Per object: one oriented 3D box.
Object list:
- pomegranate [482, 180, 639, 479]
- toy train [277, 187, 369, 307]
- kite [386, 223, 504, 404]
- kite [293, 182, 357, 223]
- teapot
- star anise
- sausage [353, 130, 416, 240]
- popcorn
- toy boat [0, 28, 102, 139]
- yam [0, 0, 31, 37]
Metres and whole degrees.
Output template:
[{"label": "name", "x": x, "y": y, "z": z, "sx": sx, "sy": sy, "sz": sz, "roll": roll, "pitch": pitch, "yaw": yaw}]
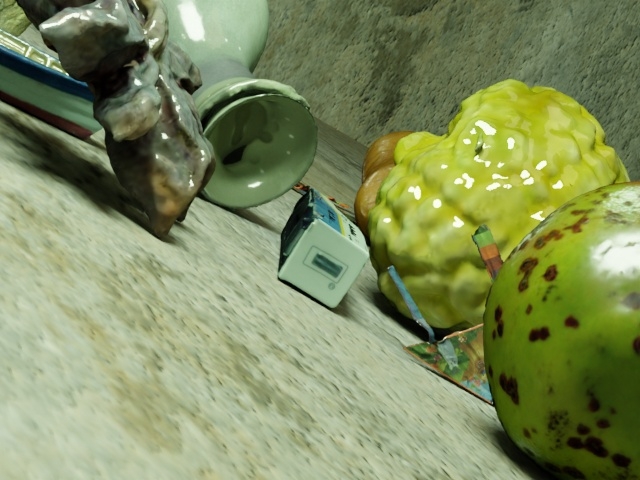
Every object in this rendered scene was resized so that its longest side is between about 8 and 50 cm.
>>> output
[{"label": "pomegranate", "x": 0.204, "y": 0.076, "z": 0.991, "sx": 0.198, "sy": 0.198, "sz": 0.246, "roll": 37, "pitch": -10, "yaw": 40}, {"label": "toy train", "x": 0.000, "y": 0.000, "z": 1.195, "sx": 0.051, "sy": 0.052, "sz": 0.234, "roll": 34, "pitch": 6, "yaw": -5}, {"label": "kite", "x": 0.140, "y": 0.062, "z": 1.117, "sx": 0.010, "sy": 0.183, "sz": 0.160, "roll": -34, "pitch": -104, "yaw": 63}, {"label": "kite", "x": -0.006, "y": -0.053, "z": 1.756, "sx": 0.190, "sy": 0.010, "sz": 0.159, "roll": 35, "pitch": 7, "yaw": 27}, {"label": "teapot", "x": -0.100, "y": -0.139, "z": 1.323, "sx": 0.183, "sy": 0.183, "sz": 0.251, "roll": 26, "pitch": 19, "yaw": -41}, {"label": "star anise", "x": -0.135, "y": -0.123, "z": 1.014, "sx": 0.262, "sy": 0.081, "sz": 0.230, "roll": 59, "pitch": 11, "yaw": 14}, {"label": "sausage", "x": 0.086, "y": -0.046, "z": 1.692, "sx": 0.109, "sy": 0.109, "sz": 0.270, "roll": 31, "pitch": 11, "yaw": -3}, {"label": "popcorn", "x": 0.149, "y": 0.006, "z": 1.254, "sx": 0.237, "sy": 0.206, "sz": 0.251, "roll": 46, "pitch": 24, "yaw": -53}, {"label": "toy boat", "x": -0.239, "y": -0.135, "z": 1.139, "sx": 0.229, "sy": 0.046, "sz": 0.080, "roll": 29, "pitch": 6, "yaw": -24}, {"label": "yam", "x": -0.373, "y": -0.274, "z": 1.532, "sx": 0.253, "sy": 0.061, "sz": 0.061, "roll": 35, "pitch": 7, "yaw": 22}]
